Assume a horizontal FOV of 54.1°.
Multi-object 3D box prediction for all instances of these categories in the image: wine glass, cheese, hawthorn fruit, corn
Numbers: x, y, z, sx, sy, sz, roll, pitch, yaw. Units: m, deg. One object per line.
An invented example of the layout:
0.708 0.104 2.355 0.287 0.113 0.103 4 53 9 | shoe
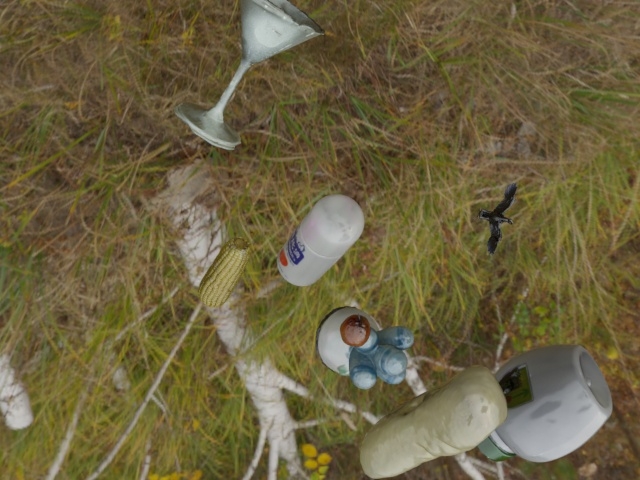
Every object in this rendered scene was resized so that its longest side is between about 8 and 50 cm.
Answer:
-0.117 -0.263 0.953 0.156 0.156 0.232 27 114 -22 | wine glass
0.214 0.378 1.262 0.329 0.129 0.351 -31 164 3 | cheese
0.092 0.228 1.615 0.081 0.081 0.093 3 149 -7 | hawthorn fruit
-0.227 0.075 1.475 0.080 0.080 0.231 17 135 -17 | corn

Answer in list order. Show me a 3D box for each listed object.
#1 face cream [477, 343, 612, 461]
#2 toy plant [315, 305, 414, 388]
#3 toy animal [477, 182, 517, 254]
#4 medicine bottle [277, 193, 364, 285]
0.596 0.452 1.728 0.220 0.312 0.357 35 126 -25 | face cream
0.159 0.344 1.962 0.247 0.332 0.246 -4 97 -31 | toy plant
0.504 -0.066 1.802 0.108 0.062 0.220 16 90 22 | toy animal
0.000 0.000 1.505 0.130 0.130 0.341 14 155 -15 | medicine bottle
